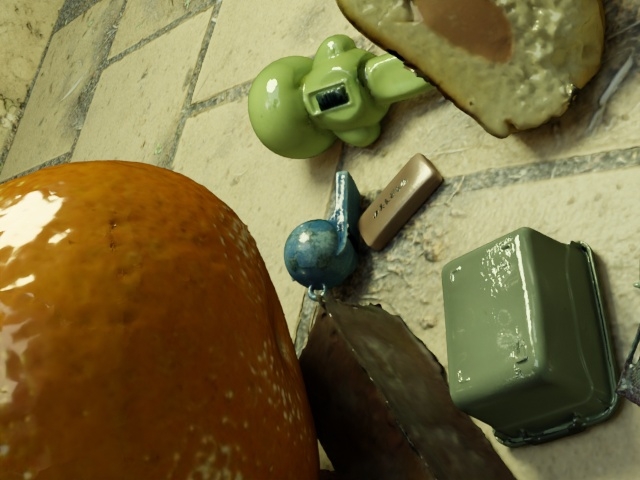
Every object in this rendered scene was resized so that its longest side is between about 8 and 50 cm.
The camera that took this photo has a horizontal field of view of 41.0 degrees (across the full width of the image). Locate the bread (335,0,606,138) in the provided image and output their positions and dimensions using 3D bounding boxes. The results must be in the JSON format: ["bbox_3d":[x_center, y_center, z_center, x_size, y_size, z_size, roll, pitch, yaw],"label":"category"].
[{"bbox_3d":[0.161,-0.212,0.819,0.183,0.224,0.211,-51,44,27],"label":"bread"}]

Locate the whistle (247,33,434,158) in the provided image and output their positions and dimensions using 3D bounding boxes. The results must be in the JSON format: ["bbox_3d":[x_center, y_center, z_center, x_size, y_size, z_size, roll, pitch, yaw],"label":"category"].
[{"bbox_3d":[0.030,-0.184,1.066,0.294,0.141,0.141,-12,57,26],"label":"whistle"}]

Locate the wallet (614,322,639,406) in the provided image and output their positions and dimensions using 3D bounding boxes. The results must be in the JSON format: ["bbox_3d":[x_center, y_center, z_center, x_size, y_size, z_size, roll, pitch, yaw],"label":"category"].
[{"bbox_3d":[0.285,0.060,0.600,0.111,0.030,0.165,31,109,46],"label":"wallet"}]

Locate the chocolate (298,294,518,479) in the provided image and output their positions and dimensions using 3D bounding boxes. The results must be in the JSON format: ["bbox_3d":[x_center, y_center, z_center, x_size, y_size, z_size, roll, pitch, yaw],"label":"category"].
[{"bbox_3d":[0.070,0.184,0.773,0.111,0.112,0.321,-61,34,20],"label":"chocolate"}]

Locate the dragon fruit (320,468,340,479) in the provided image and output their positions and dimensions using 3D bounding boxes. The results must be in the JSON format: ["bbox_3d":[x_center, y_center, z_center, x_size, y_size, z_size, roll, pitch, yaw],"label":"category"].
[{"bbox_3d":[-0.001,0.368,0.749,0.282,0.100,0.343,-13,59,43],"label":"dragon fruit"}]

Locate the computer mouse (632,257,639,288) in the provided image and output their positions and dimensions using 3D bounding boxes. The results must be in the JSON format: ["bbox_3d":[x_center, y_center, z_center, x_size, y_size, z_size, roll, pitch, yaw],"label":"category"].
[{"bbox_3d":[0.290,0.017,0.646,0.110,0.032,0.055,-30,65,41],"label":"computer mouse"}]

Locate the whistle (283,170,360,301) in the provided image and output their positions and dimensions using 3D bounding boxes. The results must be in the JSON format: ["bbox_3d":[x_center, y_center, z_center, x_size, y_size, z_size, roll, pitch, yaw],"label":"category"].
[{"bbox_3d":[0.000,0.000,0.992,0.090,0.090,0.157,-29,48,40],"label":"whistle"}]

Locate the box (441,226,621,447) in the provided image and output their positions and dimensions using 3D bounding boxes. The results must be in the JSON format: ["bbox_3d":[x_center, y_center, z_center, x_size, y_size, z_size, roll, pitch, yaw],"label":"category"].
[{"bbox_3d":[0.166,0.074,0.717,0.124,0.093,0.172,-31,46,38],"label":"box"}]

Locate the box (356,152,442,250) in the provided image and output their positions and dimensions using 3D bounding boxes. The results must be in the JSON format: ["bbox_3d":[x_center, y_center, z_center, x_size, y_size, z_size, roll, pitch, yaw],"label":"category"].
[{"bbox_3d":[0.086,-0.043,0.959,0.115,0.025,0.048,-49,35,20],"label":"box"}]

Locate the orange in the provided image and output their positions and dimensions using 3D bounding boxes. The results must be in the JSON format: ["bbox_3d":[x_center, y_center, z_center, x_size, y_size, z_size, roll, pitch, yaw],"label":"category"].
[{"bbox_3d":[-0.181,0.138,0.723,0.326,0.423,0.423,-16,47,3],"label":"orange"}]
